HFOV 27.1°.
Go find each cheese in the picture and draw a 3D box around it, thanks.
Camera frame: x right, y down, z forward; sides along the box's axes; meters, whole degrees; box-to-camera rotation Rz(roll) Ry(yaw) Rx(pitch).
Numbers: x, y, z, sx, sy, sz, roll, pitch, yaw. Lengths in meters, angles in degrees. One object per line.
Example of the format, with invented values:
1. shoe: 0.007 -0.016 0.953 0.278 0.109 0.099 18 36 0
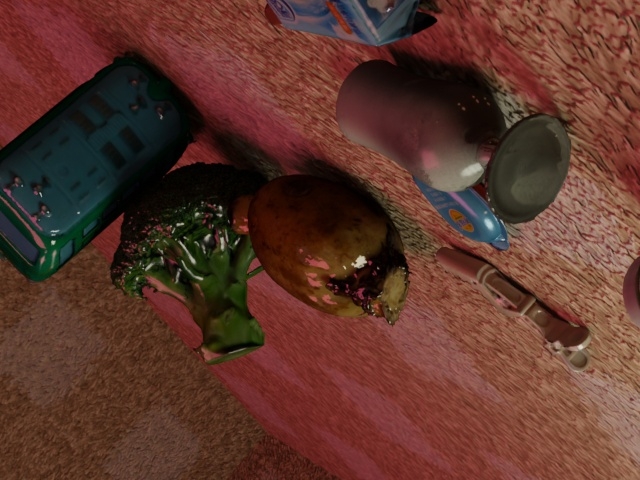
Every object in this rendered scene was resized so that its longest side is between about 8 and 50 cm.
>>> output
1. cheese: 0.116 -0.079 1.417 0.256 0.037 0.106 46 164 -10

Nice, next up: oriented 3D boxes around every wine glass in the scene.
1. wine glass: 0.115 -0.099 1.233 0.231 0.103 0.103 30 162 49

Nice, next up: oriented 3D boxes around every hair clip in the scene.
1. hair clip: 0.226 0.069 1.557 0.226 0.034 0.072 39 162 18

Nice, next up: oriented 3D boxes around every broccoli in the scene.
1. broccoli: -0.157 0.031 1.923 0.297 0.297 0.297 109 144 -74

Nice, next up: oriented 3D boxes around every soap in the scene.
1. soap: -0.029 -0.281 1.128 0.156 0.077 0.293 22 155 52

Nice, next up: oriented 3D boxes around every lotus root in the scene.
1. lotus root: 0.000 0.000 1.716 0.314 0.141 0.169 29 143 32

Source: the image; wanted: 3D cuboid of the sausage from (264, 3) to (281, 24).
1. sausage: -0.024 -0.239 1.324 0.035 0.030 0.147 44 165 -12

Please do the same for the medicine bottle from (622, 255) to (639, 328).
1. medicine bottle: 0.325 0.032 1.097 0.086 0.086 0.183 42 165 -1

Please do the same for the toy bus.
1. toy bus: -0.344 -0.114 1.922 0.183 0.343 0.199 46 157 -3
